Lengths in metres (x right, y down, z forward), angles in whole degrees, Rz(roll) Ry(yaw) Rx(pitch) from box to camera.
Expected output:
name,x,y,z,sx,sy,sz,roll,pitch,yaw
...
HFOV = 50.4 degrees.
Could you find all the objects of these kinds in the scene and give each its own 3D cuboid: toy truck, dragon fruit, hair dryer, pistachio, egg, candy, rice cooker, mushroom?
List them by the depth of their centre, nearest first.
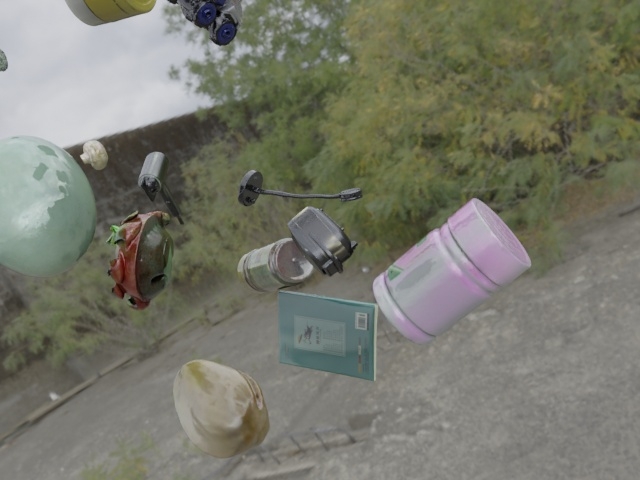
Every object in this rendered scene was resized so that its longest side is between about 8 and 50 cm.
name,x,y,z,sx,sy,sz,roll,pitch,yaw
rice cooker,0.000,0.000,1.478,0.106,0.165,0.112,-46,-29,-9
egg,-0.667,-0.081,1.574,0.276,0.389,0.276,-24,-37,-19
pistachio,-0.235,0.397,1.607,0.288,0.166,0.197,29,81,44
toy truck,-0.263,-0.600,1.645,0.177,0.161,0.213,-49,-24,5
dragon fruit,-0.471,0.047,1.810,0.130,0.268,0.295,2,-17,-4
mushroom,-0.621,-0.233,1.863,0.067,0.084,0.083,-30,5,-16
candy,-0.543,0.021,2.002,0.102,0.178,0.032,-51,14,51
hair dryer,-0.497,-0.134,2.176,0.078,0.248,0.196,-18,35,11

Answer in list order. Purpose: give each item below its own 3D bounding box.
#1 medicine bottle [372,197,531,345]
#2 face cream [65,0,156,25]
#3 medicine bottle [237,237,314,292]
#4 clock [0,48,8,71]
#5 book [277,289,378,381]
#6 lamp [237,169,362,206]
name,x,y,z,sx,sy,sz,roll,pitch,yaw
medicine bottle,0.304,0.078,1.609,0.325,0.212,0.212,-43,-2,23
face cream,-0.589,-0.726,1.896,0.179,0.218,0.218,-6,12,21
medicine bottle,-0.146,0.084,2.208,0.151,0.151,0.322,-30,5,-28
clock,-0.943,-0.527,1.973,0.083,0.074,0.010,9,33,18
book,0.017,0.316,2.281,0.379,0.264,0.031,6,10,30
lamp,-0.066,-0.159,1.972,0.371,0.109,0.130,0,14,27
